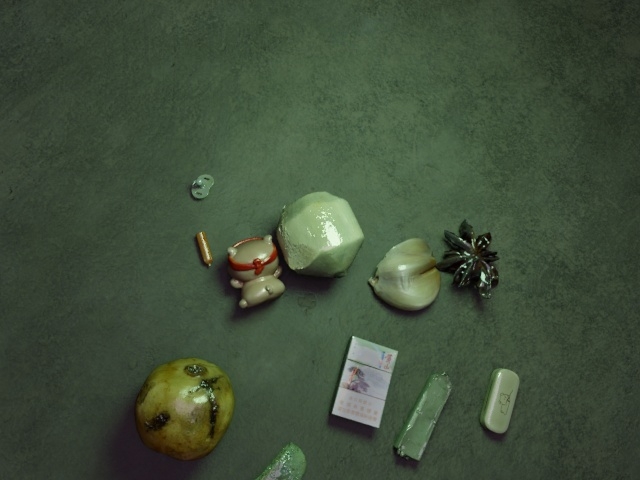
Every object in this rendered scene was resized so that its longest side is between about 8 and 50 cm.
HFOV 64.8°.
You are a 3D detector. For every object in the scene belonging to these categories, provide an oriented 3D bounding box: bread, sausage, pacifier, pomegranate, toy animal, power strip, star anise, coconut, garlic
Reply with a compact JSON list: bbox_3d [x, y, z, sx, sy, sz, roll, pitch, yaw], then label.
[{"bbox_3d":[-0.119,0.687,1.403,0.172,0.064,0.232,6,75,-11],"label":"bread"},{"bbox_3d":[-0.350,0.028,1.528,0.031,0.031,0.107,-17,82,-13],"label":"sausage"},{"bbox_3d":[-0.371,-0.174,1.554,0.068,0.064,0.083,21,73,13],"label":"pacifier"},{"bbox_3d":[-0.357,0.437,1.333,0.260,0.260,0.261,2,77,-10],"label":"pomegranate"},{"bbox_3d":[-0.192,0.090,1.484,0.171,0.171,0.198,-14,88,-13],"label":"toy animal"},{"bbox_3d":[0.315,0.526,1.525,0.080,0.048,0.286,32,74,-4],"label":"power strip"},{"bbox_3d":[0.486,0.061,1.629,0.212,0.129,0.283,-4,70,-17],"label":"star anise"},{"bbox_3d":[0.000,0.000,1.493,0.244,0.245,0.248,-18,73,-14],"label":"coconut"},{"bbox_3d":[0.276,0.115,1.584,0.227,0.110,0.217,-22,86,-15],"label":"garlic"}]

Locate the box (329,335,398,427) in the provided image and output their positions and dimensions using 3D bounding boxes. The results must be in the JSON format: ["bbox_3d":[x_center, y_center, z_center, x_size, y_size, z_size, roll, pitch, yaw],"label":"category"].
[{"bbox_3d":[0.129,0.420,1.506,0.149,0.067,0.233,19,74,-6],"label":"box"}]

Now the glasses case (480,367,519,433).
[{"bbox_3d":[0.560,0.499,1.575,0.083,0.050,0.196,22,74,-7],"label":"glasses case"}]
